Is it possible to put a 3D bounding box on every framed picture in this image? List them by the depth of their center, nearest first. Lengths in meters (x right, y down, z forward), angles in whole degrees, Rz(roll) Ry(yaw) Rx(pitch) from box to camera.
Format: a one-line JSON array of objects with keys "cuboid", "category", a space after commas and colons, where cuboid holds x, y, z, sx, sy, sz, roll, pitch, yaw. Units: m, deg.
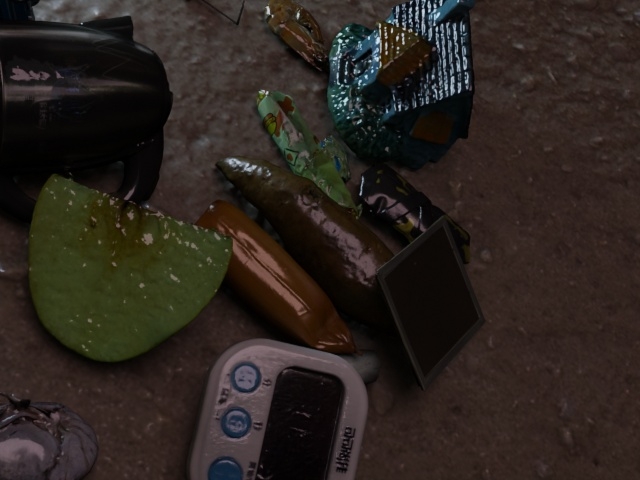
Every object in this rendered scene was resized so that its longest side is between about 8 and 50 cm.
[{"cuboid": [0.173, 0.092, 1.838, 0.252, 0.014, 0.197, -36, 108, -53], "category": "framed picture"}]

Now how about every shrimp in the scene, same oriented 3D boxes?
[{"cuboid": [-0.460, 0.250, 1.555, 0.343, 0.116, 0.145, 12, 59, -22], "category": "shrimp"}, {"cuboid": [-0.029, -0.362, 2.096, 0.180, 0.041, 0.099, 50, 43, 11], "category": "shrimp"}]

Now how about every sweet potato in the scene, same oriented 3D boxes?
[{"cuboid": [0.000, -0.004, 1.851, 0.422, 0.130, 0.130, 42, 57, 5], "category": "sweet potato"}]

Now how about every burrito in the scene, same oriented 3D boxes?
[{"cuboid": [-0.006, -0.141, 1.973, 0.104, 0.054, 0.288, -21, 70, -30], "category": "burrito"}]

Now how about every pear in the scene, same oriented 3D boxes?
[{"cuboid": [-0.287, 0.059, 1.714, 0.288, 0.139, 0.239, 19, 82, 2], "category": "pear"}]

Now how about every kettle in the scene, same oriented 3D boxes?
[{"cuboid": [-0.376, -0.177, 1.779, 0.324, 0.228, 0.321, -5, 91, -27], "category": "kettle"}]

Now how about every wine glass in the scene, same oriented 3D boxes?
[{"cuboid": [-0.007, 0.199, 1.782, 0.198, 0.066, 0.066, -2, 64, -24], "category": "wine glass"}]

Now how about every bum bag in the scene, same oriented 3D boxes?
[{"cuboid": [0.156, -0.035, 1.966, 0.232, 0.060, 0.107, 40, 50, 4], "category": "bum bag"}]

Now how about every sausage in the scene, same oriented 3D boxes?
[{"cuboid": [-0.066, 0.072, 1.798, 0.328, 0.112, 0.112, 43, 57, 6], "category": "sausage"}]

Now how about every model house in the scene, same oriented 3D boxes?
[{"cuboid": [0.166, -0.289, 1.991, 0.225, 0.241, 0.261, 14, 59, -27], "category": "model house"}]

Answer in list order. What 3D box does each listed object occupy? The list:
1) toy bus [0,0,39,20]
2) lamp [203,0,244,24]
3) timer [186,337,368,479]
[{"cuboid": [-0.500, -0.376, 1.806, 0.134, 0.246, 0.114, -7, 66, -11], "category": "toy bus"}, {"cuboid": [-0.192, -0.420, 2.067, 0.121, 0.041, 0.054, 21, 66, -5], "category": "lamp"}, {"cuboid": [-0.062, 0.277, 1.670, 0.237, 0.087, 0.262, 15, 80, -15], "category": "timer"}]
